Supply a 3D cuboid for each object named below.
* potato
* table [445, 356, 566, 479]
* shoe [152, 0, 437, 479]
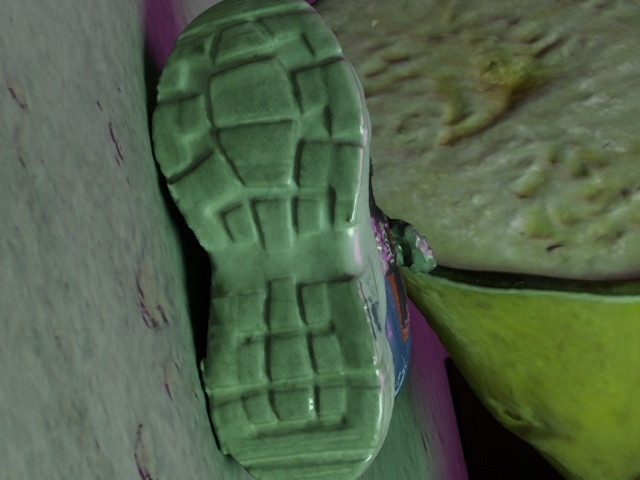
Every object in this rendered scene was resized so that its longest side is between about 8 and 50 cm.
[{"bbox_3d":[0.158,0.027,0.989,0.290,0.397,0.296,-43,139,-31],"label":"potato"},{"bbox_3d":[0.269,0.179,1.313,0.282,0.250,0.196,32,44,-69],"label":"table"},{"bbox_3d":[-0.001,0.000,0.735,0.125,0.099,0.227,11,70,-66],"label":"shoe"}]
